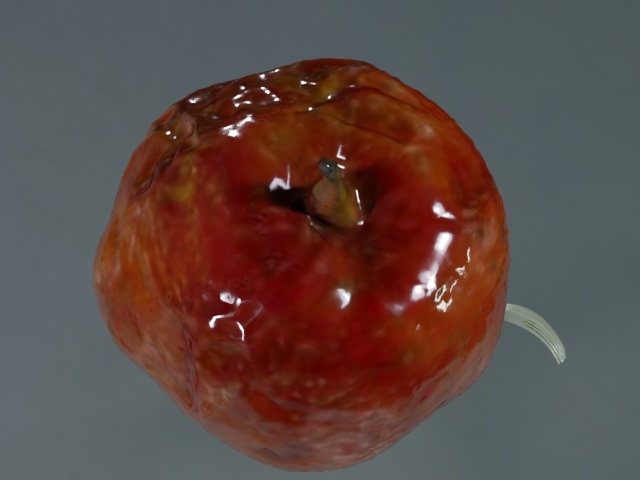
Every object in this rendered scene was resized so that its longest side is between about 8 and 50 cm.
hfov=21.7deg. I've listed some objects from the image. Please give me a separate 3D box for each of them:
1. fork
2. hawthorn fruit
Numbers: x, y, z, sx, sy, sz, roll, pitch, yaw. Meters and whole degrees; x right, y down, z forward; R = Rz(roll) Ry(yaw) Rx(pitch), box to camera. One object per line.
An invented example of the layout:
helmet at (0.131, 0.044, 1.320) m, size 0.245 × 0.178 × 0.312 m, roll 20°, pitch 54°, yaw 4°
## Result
fork at (0.089, 0.042, 1.289) m, size 0.219 × 0.034 × 0.028 m, roll 22°, pitch 81°, yaw 1°
hawthorn fruit at (0.000, 0.000, 0.794) m, size 0.207 × 0.243 × 0.207 m, roll 2°, pitch 75°, yaw -7°
